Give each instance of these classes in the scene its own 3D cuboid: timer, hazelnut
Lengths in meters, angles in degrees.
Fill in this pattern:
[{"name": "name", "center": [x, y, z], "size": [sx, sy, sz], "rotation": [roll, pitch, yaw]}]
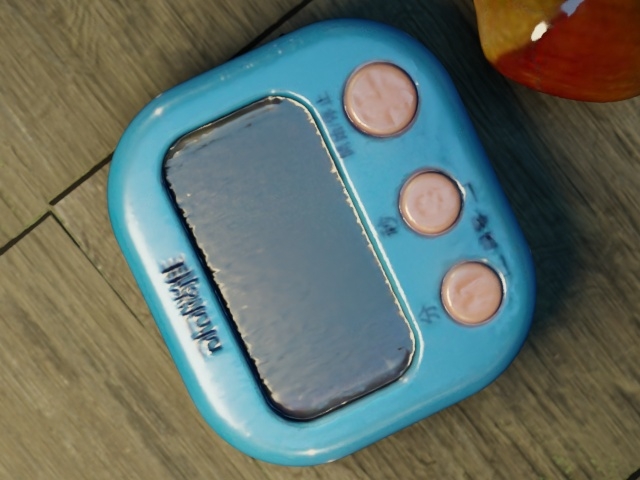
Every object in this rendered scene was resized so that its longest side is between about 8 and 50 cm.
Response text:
[{"name": "timer", "center": [0.000, 0.000, 1.531], "size": [0.309, 0.115, 0.340], "rotation": [-26, 93, -5]}, {"name": "hazelnut", "center": [0.225, -0.221, 1.519], "size": [0.180, 0.181, 0.212], "rotation": [0, 80, 14]}]
